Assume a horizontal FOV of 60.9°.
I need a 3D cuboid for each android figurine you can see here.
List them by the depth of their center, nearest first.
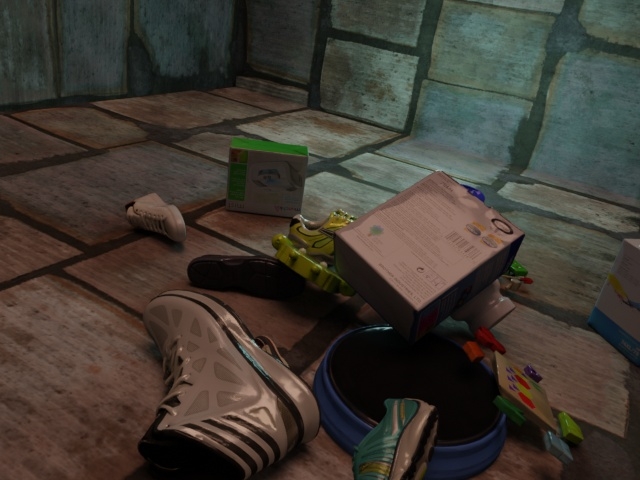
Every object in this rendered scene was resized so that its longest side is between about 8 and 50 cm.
[{"bbox_3d":[-0.019,0.068,1.371,0.248,0.056,0.273,33,-1,14],"label":"android figurine"}]

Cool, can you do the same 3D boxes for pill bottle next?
[{"bbox_3d":[0.357,0.108,1.388,0.153,0.153,0.264,-18,61,-44],"label":"pill bottle"}]

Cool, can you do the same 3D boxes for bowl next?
[{"bbox_3d":[0.181,0.301,1.091,0.392,0.077,0.391,7,25,-3],"label":"bowl"}]

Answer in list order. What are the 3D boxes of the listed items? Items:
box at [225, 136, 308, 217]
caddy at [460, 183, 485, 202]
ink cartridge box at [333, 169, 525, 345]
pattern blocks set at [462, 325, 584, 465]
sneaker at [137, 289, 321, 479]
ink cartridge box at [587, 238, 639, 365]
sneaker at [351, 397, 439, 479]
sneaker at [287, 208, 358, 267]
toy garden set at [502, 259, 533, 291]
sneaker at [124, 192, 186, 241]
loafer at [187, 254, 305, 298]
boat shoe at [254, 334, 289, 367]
[{"bbox_3d":[-0.184,-0.214,1.863,0.262,0.231,0.126,7,25,-6],"label":"box"},{"bbox_3d":[0.410,-0.055,1.807,0.342,0.179,0.241,1,49,-19],"label":"caddy"},{"bbox_3d":[0.265,0.011,1.248,0.396,0.151,0.270,-32,58,-21],"label":"ink cartridge box"},{"bbox_3d":[0.403,0.302,1.096,0.285,0.026,0.325,42,18,12],"label":"pattern blocks set"},{"bbox_3d":[-0.238,0.243,0.958,0.448,0.169,0.258,30,30,32],"label":"sneaker"},{"bbox_3d":[0.878,0.155,1.408,0.198,0.269,0.197,1,27,-16],"label":"ink cartridge box"},{"bbox_3d":[0.095,0.368,0.851,0.110,0.107,0.275,7,43,34],"label":"sneaker"},{"bbox_3d":[0.088,-0.009,1.521,0.385,0.147,0.145,-5,21,9],"label":"sneaker"},{"bbox_3d":[0.514,0.108,1.649,0.245,0.049,0.203,3,24,-15],"label":"toy garden set"},{"bbox_3d":[-0.490,-0.054,1.597,0.123,0.105,0.290,-20,29,-31],"label":"sneaker"},{"bbox_3d":[-0.185,0.077,1.408,0.303,0.109,0.095,7,20,0],"label":"loafer"},{"bbox_3d":[-0.110,0.248,1.139,0.043,0.049,0.137,-10,36,-31],"label":"boat shoe"}]
